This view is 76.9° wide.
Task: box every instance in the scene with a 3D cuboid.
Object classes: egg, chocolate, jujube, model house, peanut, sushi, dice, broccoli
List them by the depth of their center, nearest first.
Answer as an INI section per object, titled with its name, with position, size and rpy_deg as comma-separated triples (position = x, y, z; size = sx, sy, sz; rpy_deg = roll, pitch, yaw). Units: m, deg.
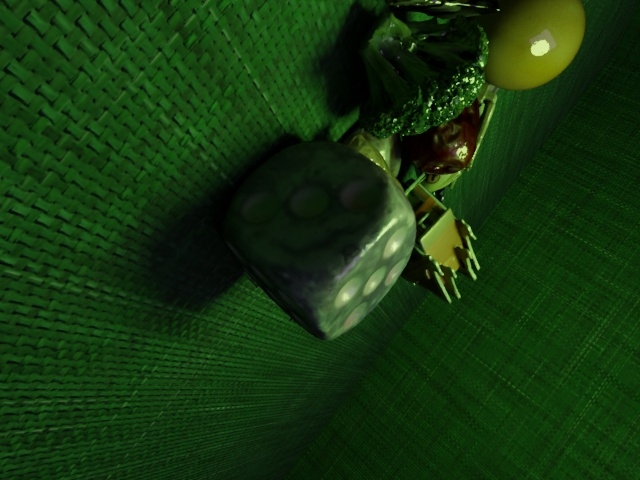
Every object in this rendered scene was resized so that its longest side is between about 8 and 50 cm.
[sushi]
position = 0.187, -0.462, 0.701
size = 0.272, 0.134, 0.109
rpy_deg = -10, 113, -29
[broccoli]
position = 0.175, -0.309, 0.752
size = 0.241, 0.261, 0.269
rpy_deg = 29, 105, -25
[dice]
position = 0.000, 0.000, 0.763
size = 0.271, 0.270, 0.270
rpy_deg = -45, 152, -16
[peanut]
position = 0.112, -0.129, 0.843
size = 0.099, 0.099, 0.214
rpy_deg = -46, 130, -14
[jujube]
position = 0.273, -0.274, 0.935
size = 0.183, 0.183, 0.244
rpy_deg = 33, 55, -65
[egg]
position = 0.485, -0.497, 0.974
size = 0.322, 0.250, 0.250
rpy_deg = -12, 134, -40
[chocolate]
position = 0.135, -0.166, 0.995
size = 0.185, 0.100, 0.303
rpy_deg = -48, 157, -17
[model house]
position = 0.245, 0.047, 1.110
size = 0.242, 0.313, 0.358
rpy_deg = -41, 176, -20

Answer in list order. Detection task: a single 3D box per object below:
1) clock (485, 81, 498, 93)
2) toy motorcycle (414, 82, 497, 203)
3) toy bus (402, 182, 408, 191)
[clock]
position = 0.544, -0.514, 1.280
size = 0.153, 0.050, 0.110
rpy_deg = -55, 154, 6
[toy motorcycle]
position = 0.359, -0.273, 1.131
size = 0.411, 0.168, 0.237
rpy_deg = -67, 165, -5
[toy bus]
position = 0.326, -0.102, 1.367
size = 0.134, 0.113, 0.246
rpy_deg = -51, 157, 10
